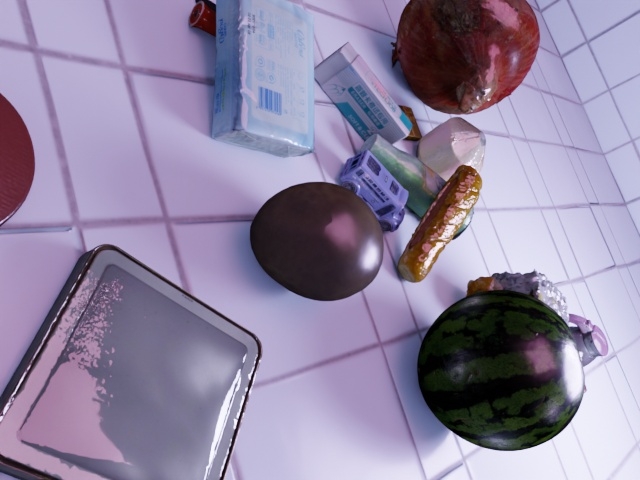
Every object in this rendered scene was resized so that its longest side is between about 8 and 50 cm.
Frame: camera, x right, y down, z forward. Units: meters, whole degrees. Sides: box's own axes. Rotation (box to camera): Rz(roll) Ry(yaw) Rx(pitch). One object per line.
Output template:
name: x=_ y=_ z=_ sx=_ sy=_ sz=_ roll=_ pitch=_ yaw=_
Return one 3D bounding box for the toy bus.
toy bus: x=0.116 y=-0.095 z=1.156 sx=0.167 sy=0.076 sz=0.073 roll=43 pitch=43 yaw=-21

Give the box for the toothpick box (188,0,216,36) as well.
toothpick box: x=-0.182 y=-0.373 z=1.015 sx=0.083 sy=0.047 sz=0.047 roll=20 pitch=55 yaw=-41

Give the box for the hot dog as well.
hot dog: x=0.249 y=-0.035 z=1.192 sx=0.088 sy=0.061 sz=0.285 roll=42 pitch=73 yaw=-33

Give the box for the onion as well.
onion: x=0.346 y=-0.478 z=1.437 sx=0.354 sy=0.354 sz=0.353 roll=25 pitch=52 yaw=-37

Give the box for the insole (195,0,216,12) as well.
insole: x=-0.173 y=-0.405 z=1.077 sx=0.135 sy=0.002 sz=0.044 roll=23 pitch=55 yaw=-38

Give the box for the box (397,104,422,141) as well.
box: x=0.179 y=-0.279 z=1.370 sx=0.156 sy=0.022 sz=0.088 roll=-2 pitch=71 yaw=-48

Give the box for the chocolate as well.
chocolate: x=0.203 y=-0.121 z=1.252 sx=0.291 sy=0.110 sz=0.110 roll=36 pitch=46 yaw=-26

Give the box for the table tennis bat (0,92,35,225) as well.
table tennis bat: x=-0.412 y=-0.064 z=0.596 sx=0.200 sy=0.038 sz=0.310 roll=32 pitch=48 yaw=-31

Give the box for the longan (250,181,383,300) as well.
longan: x=0.000 y=0.000 z=0.894 sx=0.212 sy=0.198 sz=0.197 roll=31 pitch=49 yaw=-31

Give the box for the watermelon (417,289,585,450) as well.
watermelon: x=0.321 y=0.227 z=1.048 sx=0.285 sy=0.285 sz=0.285 roll=25 pitch=52 yaw=-37

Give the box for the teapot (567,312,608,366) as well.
teapot: x=0.637 y=0.250 z=1.469 sx=0.116 sy=0.146 sz=0.148 roll=-1 pitch=69 yaw=-47

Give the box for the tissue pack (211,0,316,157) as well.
tissue pack: x=-0.094 y=-0.283 z=0.994 sx=0.177 sy=0.089 sz=0.263 roll=9 pitch=75 yaw=-45

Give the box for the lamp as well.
lamp: x=-0.205 y=0.171 z=0.680 sx=0.269 sy=0.047 sz=0.266 roll=38 pitch=45 yaw=-26

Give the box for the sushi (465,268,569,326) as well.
sushi: x=0.441 y=0.169 z=1.272 sx=0.274 sy=0.184 sz=0.139 roll=33 pitch=49 yaw=-32

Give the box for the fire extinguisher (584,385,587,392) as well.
fire extinguisher: x=0.539 y=0.244 z=1.407 sx=0.105 sy=0.105 sz=0.268 roll=-11 pitch=79 yaw=-50

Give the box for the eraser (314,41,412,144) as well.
eraser: x=0.088 y=-0.293 z=1.223 sx=0.225 sy=0.096 sz=0.052 roll=49 pitch=45 yaw=-17

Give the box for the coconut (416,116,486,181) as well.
coconut: x=0.317 y=-0.211 z=1.379 sx=0.147 sy=0.153 sz=0.147 roll=22 pitch=55 yaw=-36
